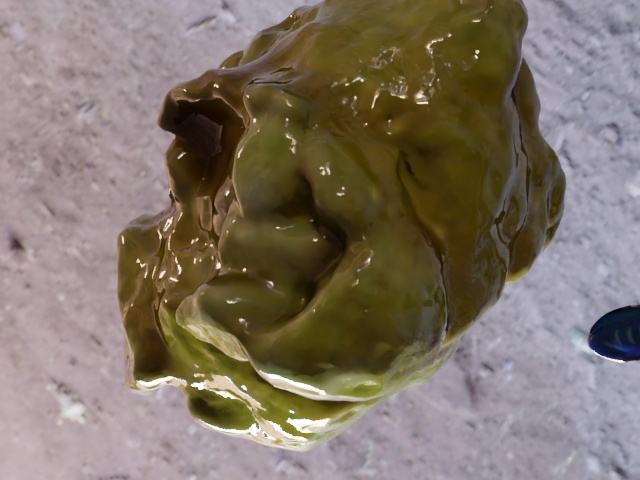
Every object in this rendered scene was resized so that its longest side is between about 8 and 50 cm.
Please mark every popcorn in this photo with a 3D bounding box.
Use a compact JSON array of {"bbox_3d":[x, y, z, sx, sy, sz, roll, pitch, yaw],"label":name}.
[{"bbox_3d":[0.013,0.000,0.873,0.293,0.292,0.334,1,155,-10],"label":"popcorn"}]

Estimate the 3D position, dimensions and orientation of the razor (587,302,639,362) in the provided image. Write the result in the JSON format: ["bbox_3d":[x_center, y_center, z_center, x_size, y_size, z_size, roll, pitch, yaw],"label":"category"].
[{"bbox_3d":[0.336,0.046,0.848,0.324,0.056,0.093,-7,110,27],"label":"razor"}]
